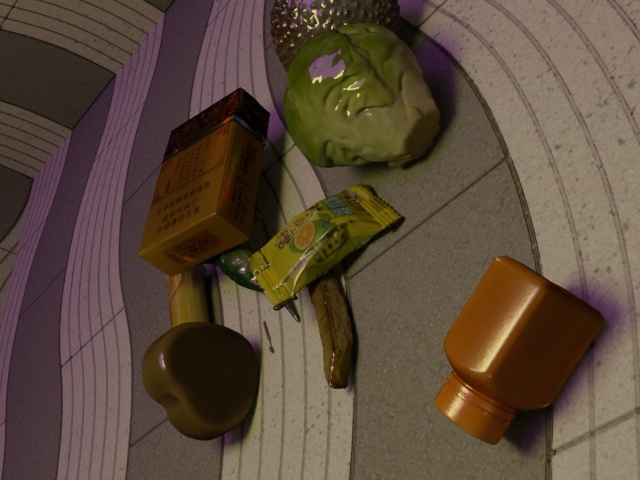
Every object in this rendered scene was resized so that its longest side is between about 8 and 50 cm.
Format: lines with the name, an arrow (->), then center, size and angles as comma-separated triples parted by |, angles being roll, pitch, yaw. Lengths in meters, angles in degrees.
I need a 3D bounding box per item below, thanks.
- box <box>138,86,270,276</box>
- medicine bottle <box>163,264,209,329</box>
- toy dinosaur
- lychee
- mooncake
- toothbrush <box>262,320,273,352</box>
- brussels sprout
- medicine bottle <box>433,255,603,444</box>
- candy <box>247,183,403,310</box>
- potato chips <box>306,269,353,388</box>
box -> -0.267, -0.145, 1.797 | 0.264, 0.115, 0.415 | -26, 42, 31
medicine bottle -> -0.299, 0.222, 1.767 | 0.108, 0.108, 0.426 | -46, 37, 24
toy dinosaur -> -0.212, 0.084, 1.708 | 0.300, 0.087, 0.447 | -39, 44, 10
lychee -> 0.030, -0.455, 1.643 | 0.300, 0.300, 0.300 | -33, 42, 37
mooncake -> -0.236, 0.273, 1.545 | 0.117, 0.234, 0.235 | -34, 42, 41
toothbrush -> -0.111, 0.203, 1.608 | 0.006, 0.008, 0.097 | -37, 37, 12
brussels sprout -> 0.070, -0.276, 1.459 | 0.316, 0.242, 0.274 | 5, 102, 33
medicine bottle -> 0.251, 0.150, 1.013 | 0.222, 0.149, 0.112 | -59, 32, 6
candy -> 0.000, 0.000, 1.481 | 0.297, 0.081, 0.187 | -34, 39, -3
potato chips -> 0.004, 0.119, 1.463 | 0.080, 0.057, 0.407 | -52, 33, 22
